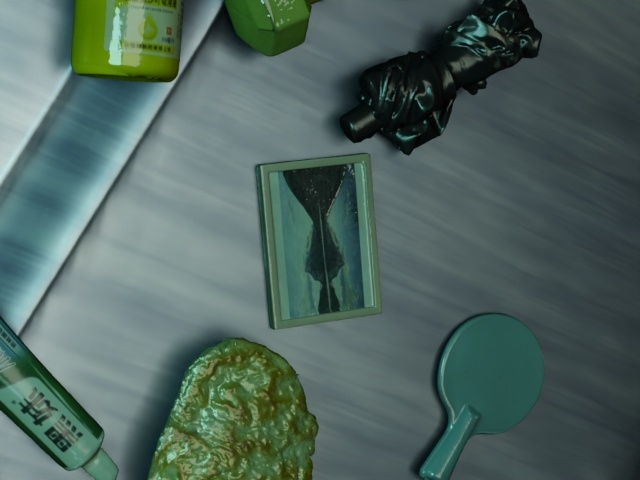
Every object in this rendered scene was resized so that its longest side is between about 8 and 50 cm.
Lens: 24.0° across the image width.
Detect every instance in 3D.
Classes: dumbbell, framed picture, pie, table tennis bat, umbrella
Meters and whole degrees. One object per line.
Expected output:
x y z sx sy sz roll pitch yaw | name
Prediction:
0.035 -0.320 1.782 0.302 0.121 0.108 -24 132 -19 | dumbbell
0.000 0.000 1.842 0.150 0.015 0.203 -7 97 -23 | framed picture
-0.102 0.245 1.777 0.201 0.090 0.248 25 80 -24 | pie
0.200 0.208 1.932 0.153 0.040 0.244 36 76 -20 | table tennis bat
0.144 -0.199 1.844 0.272 0.122 0.110 -35 63 -13 | umbrella

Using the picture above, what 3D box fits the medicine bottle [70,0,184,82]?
-0.211 -0.286 1.673 0.122 0.122 0.212 3 93 -23 | medicine bottle

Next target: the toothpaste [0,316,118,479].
-0.358 0.133 1.675 0.099 0.061 0.392 -44 107 -12 | toothpaste
